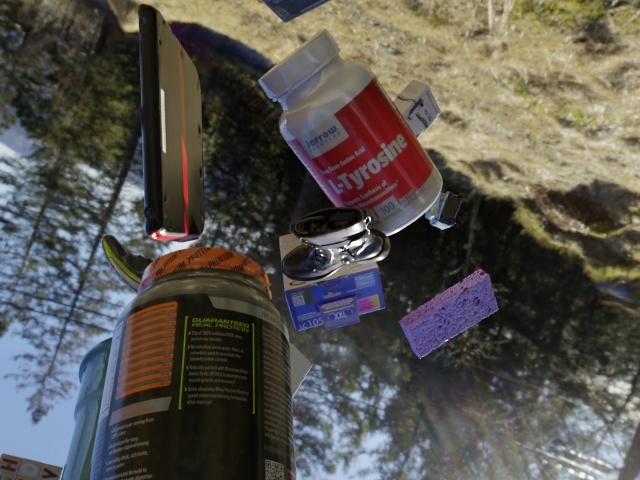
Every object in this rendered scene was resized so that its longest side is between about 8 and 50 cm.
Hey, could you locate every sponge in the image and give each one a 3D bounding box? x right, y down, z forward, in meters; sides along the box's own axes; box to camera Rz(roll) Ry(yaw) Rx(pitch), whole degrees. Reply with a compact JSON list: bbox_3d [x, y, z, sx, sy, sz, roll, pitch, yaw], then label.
[{"bbox_3d":[0.275,0.158,1.156,0.031,0.210,0.117,52,172,51],"label":"sponge"}]

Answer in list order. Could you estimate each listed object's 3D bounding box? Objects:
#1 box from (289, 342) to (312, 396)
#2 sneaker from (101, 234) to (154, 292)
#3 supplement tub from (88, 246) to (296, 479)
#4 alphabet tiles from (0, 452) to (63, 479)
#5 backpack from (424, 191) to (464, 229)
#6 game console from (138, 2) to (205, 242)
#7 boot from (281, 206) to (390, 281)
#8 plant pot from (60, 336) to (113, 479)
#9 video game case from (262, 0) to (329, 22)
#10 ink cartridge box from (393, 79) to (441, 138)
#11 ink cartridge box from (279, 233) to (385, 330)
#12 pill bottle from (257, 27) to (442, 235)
[{"bbox_3d":[-0.174,0.413,1.438,0.147,0.311,0.121,8,146,43],"label":"box"},{"bbox_3d":[-0.356,0.082,1.215,0.300,0.121,0.111,42,161,-16],"label":"sneaker"},{"bbox_3d":[-0.123,0.175,0.555,0.193,0.316,0.194,-3,142,-2],"label":"supplement tub"},{"bbox_3d":[-0.610,0.541,1.098,0.198,0.237,0.009,19,-165,-11],"label":"alphabet tiles"},{"bbox_3d":[0.363,-0.091,1.626,0.084,0.105,0.114,22,170,0],"label":"backpack"},{"bbox_3d":[-0.284,-0.192,1.032,0.060,0.387,0.342,-3,179,0],"label":"game console"},{"bbox_3d":[0.000,0.000,1.048,0.262,0.091,0.229,-18,160,19],"label":"boot"},{"bbox_3d":[-0.248,0.375,0.831,0.340,0.341,0.334,20,-138,-17],"label":"plant pot"},{"bbox_3d":[-0.029,-0.469,0.953,0.190,0.022,0.173,-16,164,25],"label":"video game case"},{"bbox_3d":[0.216,-0.301,1.309,0.056,0.135,0.099,38,175,44],"label":"ink cartridge box"},{"bbox_3d":[0.026,0.104,1.601,0.269,0.151,0.395,-14,-154,0],"label":"ink cartridge box"},{"bbox_3d":[0.061,-0.220,1.145,0.408,0.229,0.229,51,167,-19],"label":"pill bottle"}]
